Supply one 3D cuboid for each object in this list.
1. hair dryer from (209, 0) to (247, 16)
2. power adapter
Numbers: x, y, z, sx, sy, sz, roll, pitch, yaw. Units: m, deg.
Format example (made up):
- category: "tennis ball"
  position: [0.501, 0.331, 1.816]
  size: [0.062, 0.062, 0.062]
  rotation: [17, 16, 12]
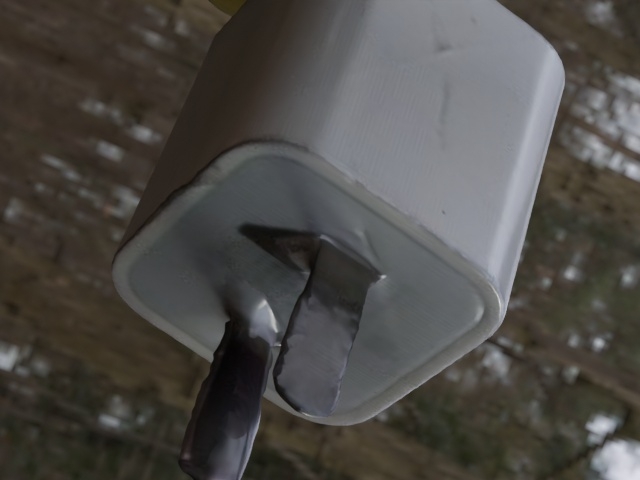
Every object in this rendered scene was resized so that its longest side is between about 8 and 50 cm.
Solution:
- category: "hair dryer"
  position: [-0.019, -0.255, 1.324]
  size: [0.135, 0.090, 0.278]
  rotation: [31, -37, 37]
- category: "power adapter"
  position: [0.000, 0.000, 0.725]
  size: [0.130, 0.125, 0.205]
  rotation: [-38, -156, 45]
